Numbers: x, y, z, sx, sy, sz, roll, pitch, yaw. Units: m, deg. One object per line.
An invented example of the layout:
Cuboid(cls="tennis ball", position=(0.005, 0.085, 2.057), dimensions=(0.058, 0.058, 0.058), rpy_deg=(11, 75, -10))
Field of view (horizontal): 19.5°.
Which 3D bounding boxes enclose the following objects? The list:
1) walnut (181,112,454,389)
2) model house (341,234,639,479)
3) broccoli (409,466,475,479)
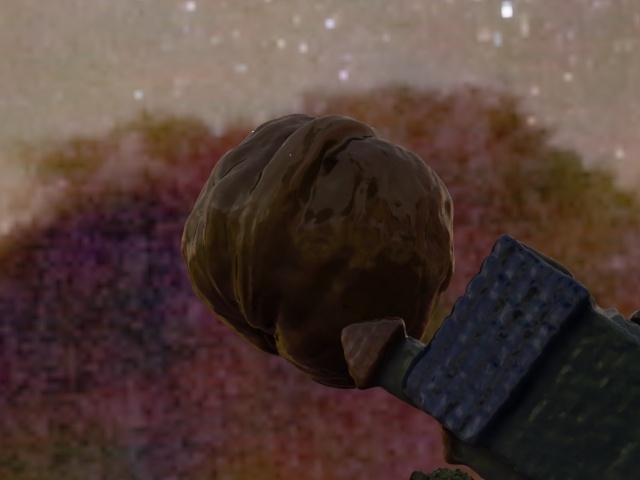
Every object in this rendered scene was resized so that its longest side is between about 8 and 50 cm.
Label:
Cuboid(cls="walnut", position=(0.000, 0.000, 1.988), dimensions=(0.296, 0.285, 0.285), rpy_deg=(19, 4, 35))
Cuboid(cls="model house", position=(0.193, 0.114, 1.723), dimensions=(0.329, 0.252, 0.295), rpy_deg=(30, 6, 4))
Cuboid(cls="broccoli", position=(0.133, 0.391, 2.176), dimensions=(0.186, 0.254, 0.302), rpy_deg=(11, -35, 51))
